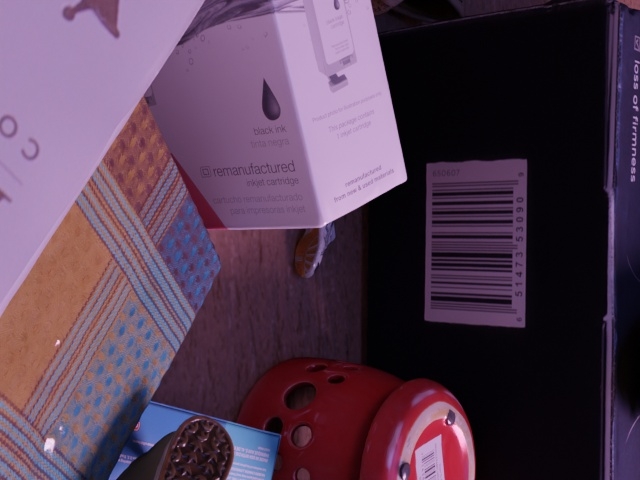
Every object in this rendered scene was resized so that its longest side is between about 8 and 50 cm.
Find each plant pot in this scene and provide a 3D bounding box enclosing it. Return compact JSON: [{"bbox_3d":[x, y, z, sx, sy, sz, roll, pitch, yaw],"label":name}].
[{"bbox_3d":[0.039,0.207,0.954,0.191,0.174,0.191,1,89,-54],"label":"plant pot"}]

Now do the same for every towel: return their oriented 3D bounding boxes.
[{"bbox_3d":[-0.180,0.080,0.602,0.271,0.040,0.370,73,35,-51],"label":"towel"}]

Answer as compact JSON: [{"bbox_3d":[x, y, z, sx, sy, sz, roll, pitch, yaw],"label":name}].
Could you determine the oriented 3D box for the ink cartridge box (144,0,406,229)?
[{"bbox_3d":[-0.072,-0.158,0.788,0.117,0.207,0.283,-29,112,-46],"label":"ink cartridge box"}]

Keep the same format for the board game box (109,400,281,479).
[{"bbox_3d":[-0.167,0.285,0.766,0.254,0.079,0.336,28,68,-48],"label":"board game box"}]

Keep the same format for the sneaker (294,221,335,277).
[{"bbox_3d":[0.000,0.000,1.016,0.037,0.032,0.083,30,68,-47],"label":"sneaker"}]

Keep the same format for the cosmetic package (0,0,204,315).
[{"bbox_3d":[-0.250,-0.209,0.471,0.329,0.327,0.393,50,54,-39],"label":"cosmetic package"}]

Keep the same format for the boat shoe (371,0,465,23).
[{"bbox_3d":[0.060,-0.281,1.023,0.341,0.122,0.110,-5,93,-53],"label":"boat shoe"}]

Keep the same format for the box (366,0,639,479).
[{"bbox_3d":[0.301,0.017,1.182,0.472,0.297,0.480,2,89,-49],"label":"box"}]

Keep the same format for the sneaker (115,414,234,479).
[{"bbox_3d":[-0.127,0.207,0.682,0.064,0.086,0.192,40,48,-11],"label":"sneaker"}]
